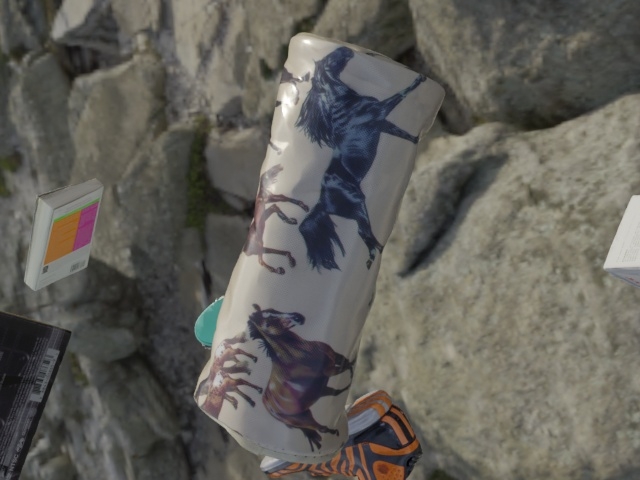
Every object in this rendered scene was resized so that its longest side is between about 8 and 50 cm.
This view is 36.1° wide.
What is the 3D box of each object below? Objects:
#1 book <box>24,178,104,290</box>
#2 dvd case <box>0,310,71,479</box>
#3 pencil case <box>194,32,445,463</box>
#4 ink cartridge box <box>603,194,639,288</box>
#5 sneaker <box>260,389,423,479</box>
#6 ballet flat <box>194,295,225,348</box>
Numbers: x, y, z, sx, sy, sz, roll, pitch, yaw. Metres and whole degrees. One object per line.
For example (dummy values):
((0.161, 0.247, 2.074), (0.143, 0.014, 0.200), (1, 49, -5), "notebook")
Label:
((-0.341, -0.007, 1.315), (0.035, 0.096, 0.144), (36, 126, 21), "book")
((-0.280, 0.116, 0.664), (0.018, 0.221, 0.165), (14, 82, 35), "dvd case")
((0.000, 0.000, 0.967), (0.183, 0.159, 0.410), (-33, -42, -88), "pencil case")
((0.559, 0.026, 1.307), (0.131, 0.226, 0.306), (-66, 11, -5), "ink cartridge box")
((0.042, 0.398, 1.727), (0.321, 0.124, 0.180), (-30, 99, 38), "sneaker")
((-0.075, 0.093, 1.367), (0.241, 0.077, 0.091), (-31, 64, 36), "ballet flat")
